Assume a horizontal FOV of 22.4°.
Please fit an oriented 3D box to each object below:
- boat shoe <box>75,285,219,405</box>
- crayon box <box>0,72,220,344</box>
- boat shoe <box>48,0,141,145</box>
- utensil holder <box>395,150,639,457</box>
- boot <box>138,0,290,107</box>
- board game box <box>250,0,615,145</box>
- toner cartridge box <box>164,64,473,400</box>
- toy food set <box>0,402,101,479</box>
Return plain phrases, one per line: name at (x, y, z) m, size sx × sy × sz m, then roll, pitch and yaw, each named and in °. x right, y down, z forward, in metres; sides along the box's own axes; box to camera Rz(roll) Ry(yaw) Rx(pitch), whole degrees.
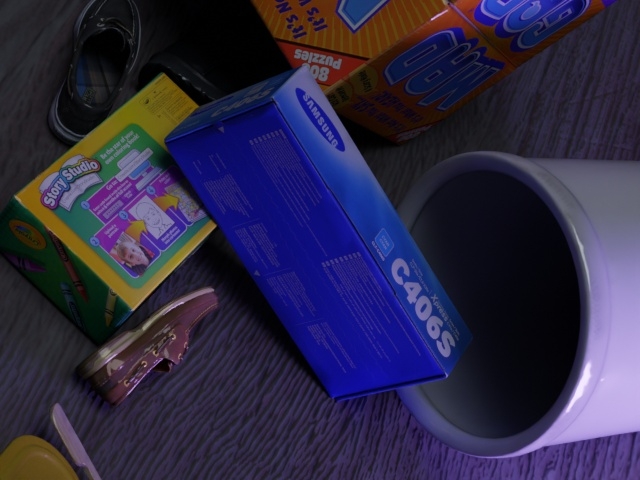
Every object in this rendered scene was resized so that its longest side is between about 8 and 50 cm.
boat shoe at (-0.166, 0.107, 1.635) m, size 0.178 × 0.064 × 0.060 m, roll -35°, pitch 88°, yaw -38°
crayon box at (-0.197, -0.039, 1.697) m, size 0.165 × 0.081 × 0.278 m, roll 44°, pitch 45°, yaw -1°
boat shoe at (-0.241, -0.207, 1.785) m, size 0.080 × 0.076 × 0.228 m, roll 30°, pitch 47°, yaw -15°
utensil holder at (0.310, 0.067, 1.818) m, size 0.385 × 0.327 × 0.328 m, roll 0°, pitch 61°, yaw -38°
boot at (-0.065, -0.180, 1.877) m, size 0.246 × 0.094 × 0.207 m, roll 38°, pitch 49°, yaw 1°
board game box at (0.101, -0.372, 1.853) m, size 0.356 × 0.356 × 0.356 m, roll 59°, pitch 13°, yaw 13°
toner cartridge box at (0.000, 0.000, 1.676) m, size 0.348 × 0.165 × 0.075 m, roll 58°, pitch 42°, yaw -17°
toy food set at (-0.268, 0.248, 1.444) m, size 0.128 × 0.071 × 0.218 m, roll 59°, pitch 17°, yaw -9°
